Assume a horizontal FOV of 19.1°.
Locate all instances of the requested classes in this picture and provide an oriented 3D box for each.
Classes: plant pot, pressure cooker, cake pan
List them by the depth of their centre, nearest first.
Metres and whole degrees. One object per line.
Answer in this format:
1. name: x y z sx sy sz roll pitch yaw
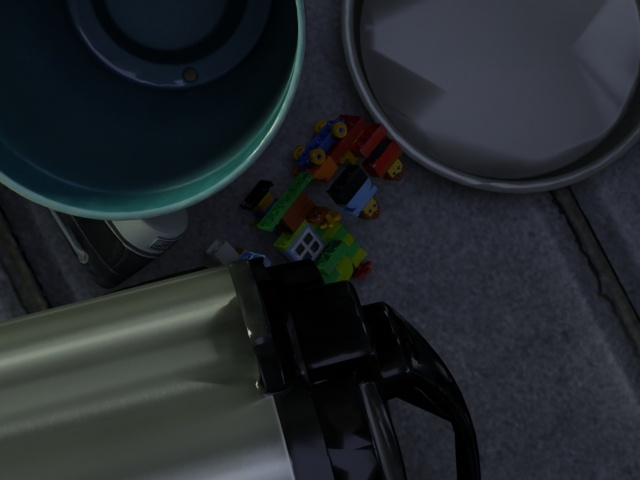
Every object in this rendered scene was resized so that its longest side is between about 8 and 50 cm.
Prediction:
1. pressure cooker: -0.086 0.210 1.396 0.421 0.370 0.375 -14 88 -4
2. plant pot: -0.135 -0.178 1.418 0.272 0.255 0.271 1 105 4
3. cake pan: 0.160 -0.181 1.631 0.293 0.054 0.293 1 83 -6

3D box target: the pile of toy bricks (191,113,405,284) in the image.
1. pile of toy bricks: 0.000 0.000 1.576 0.212 0.118 0.105 -51 122 -18

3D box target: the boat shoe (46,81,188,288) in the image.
1. boat shoe: -0.224 -0.099 1.559 0.102 0.108 0.301 -39 79 26

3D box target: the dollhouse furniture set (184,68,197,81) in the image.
1. dollhouse furniture set: -0.161 -0.201 1.576 0.182 0.101 0.161 25 81 -2
